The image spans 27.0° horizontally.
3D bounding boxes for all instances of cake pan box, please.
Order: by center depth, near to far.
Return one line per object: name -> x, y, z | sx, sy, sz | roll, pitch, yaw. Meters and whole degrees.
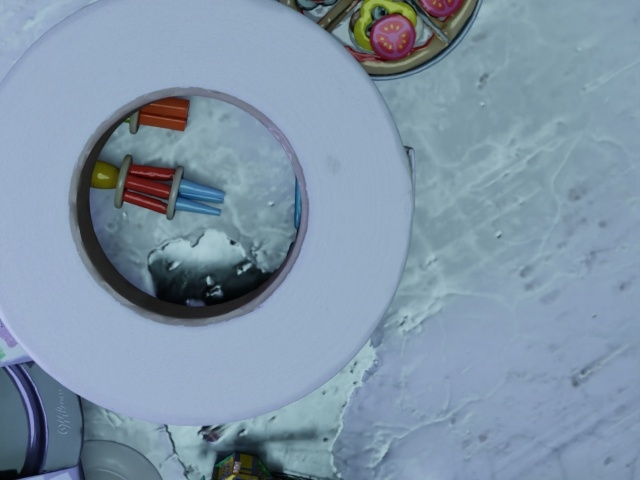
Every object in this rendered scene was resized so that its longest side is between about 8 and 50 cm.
cake pan box -> -0.355, 0.180, 1.248 | 0.266, 0.070, 0.246 | -10, 97, -8

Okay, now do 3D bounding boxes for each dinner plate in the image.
dinner plate -> -0.220, 0.266, 1.318 | 0.141, 0.017, 0.141 | 0, 102, -1

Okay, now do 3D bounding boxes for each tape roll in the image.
tape roll -> -0.111, -0.032, 1.175 | 0.392, 0.072, 0.392 | 0, 97, 0

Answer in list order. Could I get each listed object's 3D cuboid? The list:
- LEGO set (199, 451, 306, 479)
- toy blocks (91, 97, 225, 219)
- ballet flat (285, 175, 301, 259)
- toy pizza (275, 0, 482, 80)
LEGO set -> 0.013, 0.350, 1.251 | 0.331, 0.192, 0.255 | 21, 99, -6
toy blocks -> -0.155, -0.084, 1.236 | 0.148, 0.054, 0.123 | 12, 100, -4
ballet flat -> 0.000, 0.000, 1.251 | 0.074, 0.074, 0.203 | 8, 98, -3
toy pizza -> 0.054, -0.247, 1.225 | 0.201, 0.032, 0.201 | 0, 100, -2
